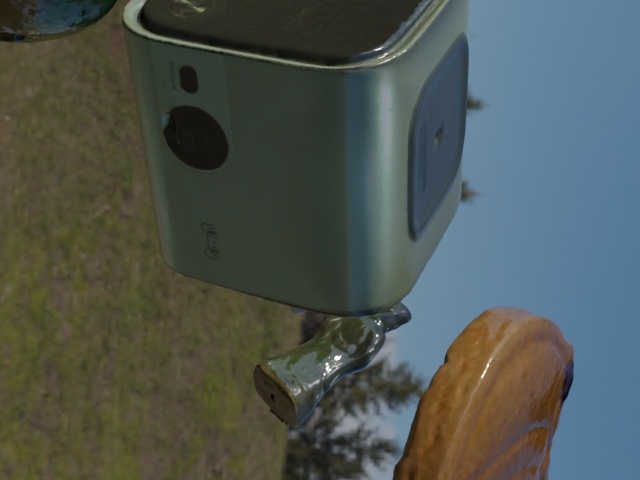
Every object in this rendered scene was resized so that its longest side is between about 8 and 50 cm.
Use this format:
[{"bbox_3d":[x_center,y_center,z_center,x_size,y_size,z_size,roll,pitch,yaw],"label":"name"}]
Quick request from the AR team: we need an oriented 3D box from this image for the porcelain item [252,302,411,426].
[{"bbox_3d":[0.021,0.131,1.401,0.081,0.216,0.069,38,-34,30],"label":"porcelain item"}]

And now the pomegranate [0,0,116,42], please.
[{"bbox_3d":[-0.204,-0.233,0.762,0.180,0.180,0.209,124,-35,-82],"label":"pomegranate"}]

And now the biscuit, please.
[{"bbox_3d":[0.136,0.284,1.090,0.350,0.078,0.455,-11,114,-55],"label":"biscuit"}]

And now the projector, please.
[{"bbox_3d":[-0.010,-0.114,1.023,0.248,0.248,0.249,-54,150,-45],"label":"projector"}]

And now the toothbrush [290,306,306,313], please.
[{"bbox_3d":[0.000,0.000,1.159,0.025,0.020,0.286,63,18,-21],"label":"toothbrush"}]
